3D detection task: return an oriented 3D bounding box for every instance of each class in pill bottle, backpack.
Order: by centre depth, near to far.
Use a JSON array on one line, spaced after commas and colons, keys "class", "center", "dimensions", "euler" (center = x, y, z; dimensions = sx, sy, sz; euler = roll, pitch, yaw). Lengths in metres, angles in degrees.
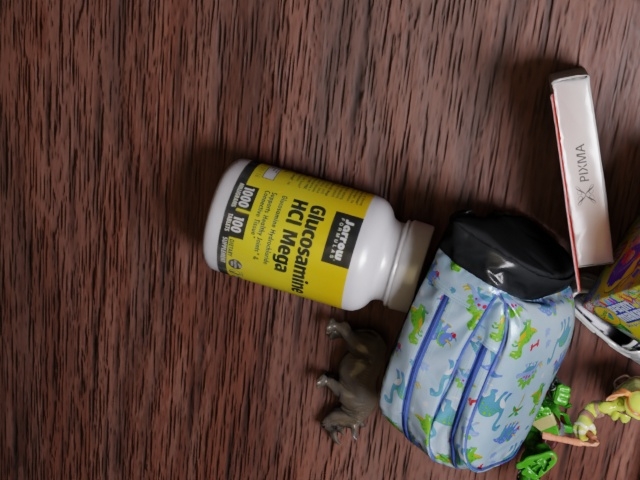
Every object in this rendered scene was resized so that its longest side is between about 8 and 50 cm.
[{"class": "backpack", "center": [0.231, 0.162, 1.273], "dimensions": [0.273, 0.290, 0.355], "euler": [46, 113, 26]}, {"class": "pill bottle", "center": [0.000, 0.000, 1.350], "dimensions": [0.334, 0.188, 0.188], "euler": [16, 109, 8]}]

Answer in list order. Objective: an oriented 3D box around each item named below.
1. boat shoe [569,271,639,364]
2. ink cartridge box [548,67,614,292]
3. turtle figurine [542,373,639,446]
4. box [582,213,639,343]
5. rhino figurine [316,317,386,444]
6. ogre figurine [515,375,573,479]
[{"class": "boat shoe", "center": [0.488, 0.147, 1.332], "dimensions": [0.258, 0.084, 0.095], "euler": [28, 110, 4]}, {"class": "ink cartridge box", "center": [0.368, -0.094, 1.207], "dimensions": [0.060, 0.239, 0.275], "euler": [-8, 104, 16]}, {"class": "turtle figurine", "center": [0.469, 0.245, 1.294], "dimensions": [0.269, 0.217, 0.087], "euler": [-20, 75, 16]}, {"class": "box", "center": [0.550, 0.078, 1.150], "dimensions": [0.279, 0.290, 0.177], "euler": [33, 83, 7]}, {"class": "rhino figurine", "center": [0.049, 0.250, 1.474], "dimensions": [0.106, 0.073, 0.243], "euler": [13, 110, 12]}, {"class": "ogre figurine", "center": [0.361, 0.304, 1.391], "dimensions": [0.096, 0.118, 0.197], "euler": [-3, 105, 16]}]
